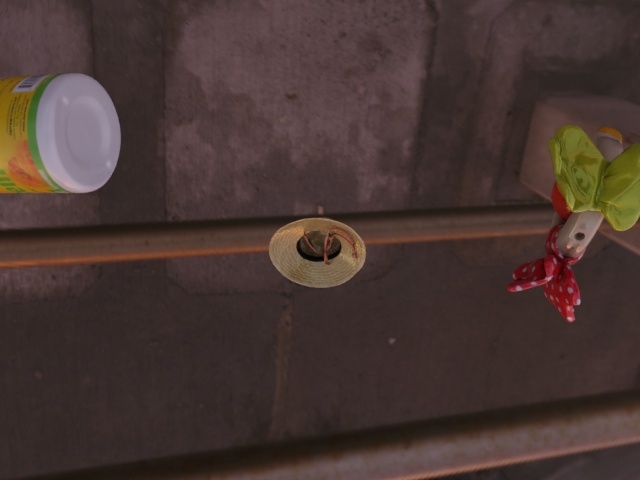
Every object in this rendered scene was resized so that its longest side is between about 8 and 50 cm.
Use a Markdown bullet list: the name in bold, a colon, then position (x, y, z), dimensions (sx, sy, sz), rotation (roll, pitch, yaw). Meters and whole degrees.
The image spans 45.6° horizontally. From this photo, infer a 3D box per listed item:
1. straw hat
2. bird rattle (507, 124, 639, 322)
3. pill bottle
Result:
- **straw hat**: position (0.000, 0.000, 1.119), dimensions (0.144, 0.061, 0.144), rotation (5, 133, 5)
- **bird rattle**: position (0.338, -0.033, 0.972), dimensions (0.143, 0.207, 0.253), rotation (17, 132, 14)
- **pill bottle**: position (-0.378, -0.124, 0.907), dimensions (0.246, 0.136, 0.136), rotation (1, 120, 20)
